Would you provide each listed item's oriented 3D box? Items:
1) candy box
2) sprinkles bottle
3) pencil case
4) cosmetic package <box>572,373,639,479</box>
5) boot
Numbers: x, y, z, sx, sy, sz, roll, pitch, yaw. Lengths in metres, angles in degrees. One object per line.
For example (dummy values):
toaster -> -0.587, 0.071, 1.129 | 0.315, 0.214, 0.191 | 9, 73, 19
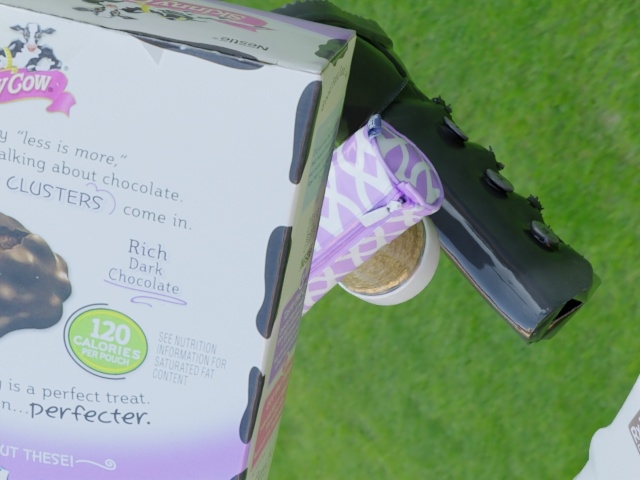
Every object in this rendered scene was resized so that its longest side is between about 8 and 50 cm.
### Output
candy box -> -0.090, 0.018, 0.404 | 0.164, 0.070, 0.196 | 14, 110, 6
sprinkles bottle -> 0.006, -0.030, 1.350 | 0.121, 0.121, 0.355 | 40, -176, 29
pencil case -> 0.000, 0.000, 0.998 | 0.086, 0.088, 0.206 | 33, 120, -30
cosmetic package -> 0.358, 0.122, 0.773 | 0.217, 0.385, 0.156 | 87, 163, -64
boot -> 0.108, -0.062, 1.532 | 0.146, 0.367, 0.445 | -43, 76, 29
